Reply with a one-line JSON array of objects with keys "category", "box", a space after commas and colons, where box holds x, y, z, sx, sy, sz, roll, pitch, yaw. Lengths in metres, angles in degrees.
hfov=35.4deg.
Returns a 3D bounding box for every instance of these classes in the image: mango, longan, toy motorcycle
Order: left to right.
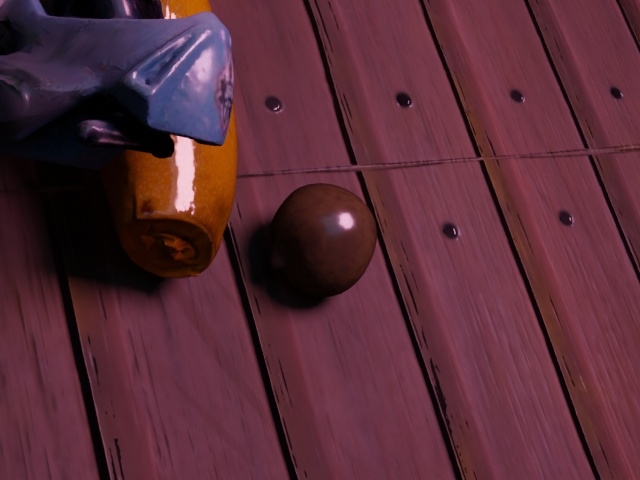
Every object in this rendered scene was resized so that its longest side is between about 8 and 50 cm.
[{"category": "toy motorcycle", "box": [-0.227, -0.088, 0.745, 0.416, 0.172, 0.232, -41, 81, 8]}, {"category": "mango", "box": [-0.156, -0.141, 0.910, 0.187, 0.144, 0.359, -9, 85, -74]}, {"category": "longan", "box": [0.000, 0.000, 0.961, 0.113, 0.092, 0.113, 1, 88, -16]}]
